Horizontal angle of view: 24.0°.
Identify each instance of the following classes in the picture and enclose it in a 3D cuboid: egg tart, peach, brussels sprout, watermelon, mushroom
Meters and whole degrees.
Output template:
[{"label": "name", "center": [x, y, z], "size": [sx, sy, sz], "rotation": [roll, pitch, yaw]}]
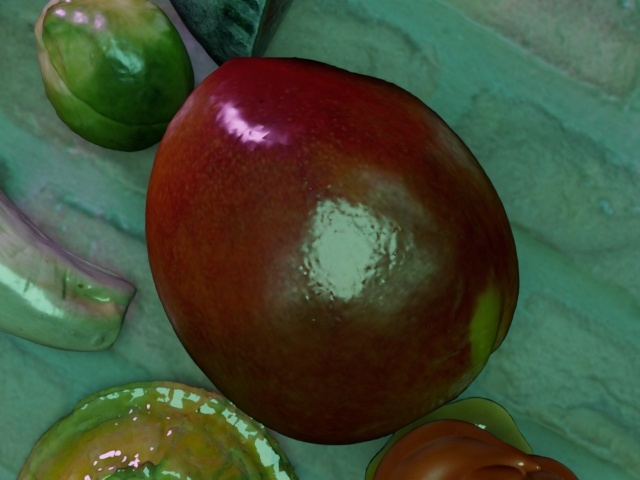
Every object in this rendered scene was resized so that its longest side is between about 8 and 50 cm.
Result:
[{"label": "egg tart", "center": [-0.150, 0.272, 1.356], "size": [0.290, 0.115, 0.290], "rotation": [0, 93, -1]}, {"label": "peach", "center": [0.000, 0.000, 1.250], "size": [0.307, 0.308, 0.332], "rotation": [-33, 89, 2]}, {"label": "brussels sprout", "center": [-0.180, -0.152, 1.332], "size": [0.117, 0.155, 0.155], "rotation": [-24, 92, -34]}, {"label": "watermelon", "center": [-0.040, -0.274, 1.296], "size": [0.213, 0.320, 0.290], "rotation": [-17, 114, -35]}, {"label": "mushroom", "center": [-0.317, -0.024, 1.356], "size": [0.351, 0.095, 0.123], "rotation": [44, 74, -3]}]

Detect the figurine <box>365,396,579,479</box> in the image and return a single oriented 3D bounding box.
[{"label": "figurine", "center": [0.135, 0.231, 1.278], "size": [0.181, 0.257, 0.208], "rotation": [-23, 93, 2]}]
